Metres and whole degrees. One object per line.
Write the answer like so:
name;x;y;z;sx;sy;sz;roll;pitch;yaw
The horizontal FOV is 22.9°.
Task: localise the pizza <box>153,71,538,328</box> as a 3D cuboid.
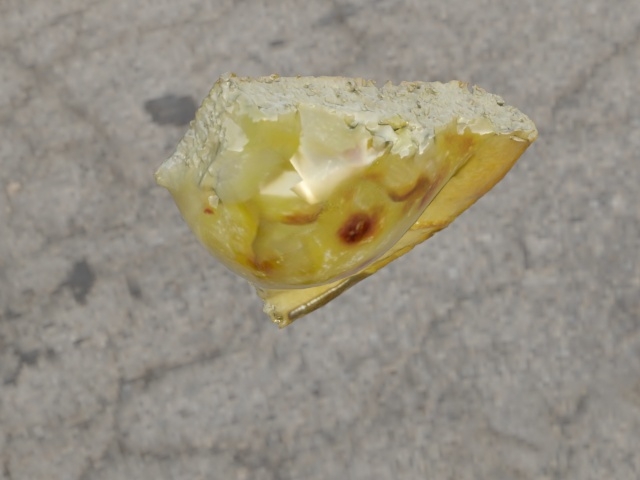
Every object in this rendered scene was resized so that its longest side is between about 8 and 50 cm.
pizza;-0.003;-0.004;0.858;0.188;0.204;0.081;4;52;-37
